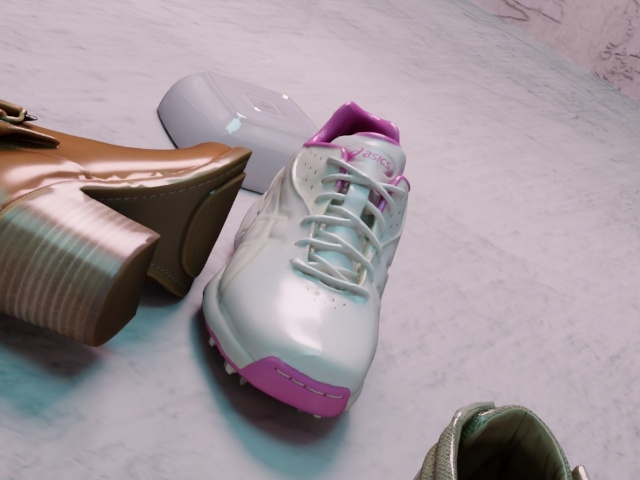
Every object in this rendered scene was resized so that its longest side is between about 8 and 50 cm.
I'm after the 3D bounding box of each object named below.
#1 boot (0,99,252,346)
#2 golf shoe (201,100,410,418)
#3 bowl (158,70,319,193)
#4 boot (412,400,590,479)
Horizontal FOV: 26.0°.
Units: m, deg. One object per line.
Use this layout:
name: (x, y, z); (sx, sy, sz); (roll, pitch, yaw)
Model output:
boot: (-0.177, -0.040, 0.863); (0.220, 0.109, 0.283); (27, 27, 9)
golf shoe: (0.000, 0.000, 0.911); (0.115, 0.140, 0.306); (25, 22, -11)
bowl: (-0.059, -0.094, 1.187); (0.142, 0.053, 0.142); (13, 24, -31)
boot: (0.054, 0.137, 0.603); (0.077, 0.165, 0.213); (31, 22, 5)
